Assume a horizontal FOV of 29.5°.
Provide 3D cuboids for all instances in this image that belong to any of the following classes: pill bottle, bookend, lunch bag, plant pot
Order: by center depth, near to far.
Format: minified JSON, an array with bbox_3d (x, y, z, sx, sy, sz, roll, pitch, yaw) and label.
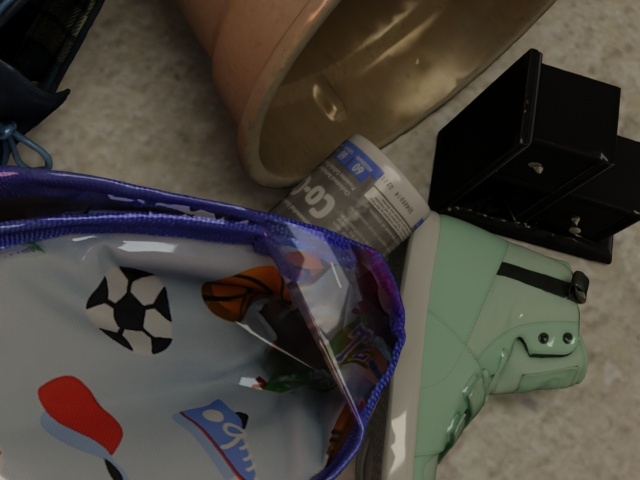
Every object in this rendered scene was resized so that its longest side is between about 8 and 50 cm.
[{"bbox_3d":[-0.175,0.115,0.616,0.385,0.328,0.239,-21,84,-21],"label":"lunch bag"},{"bbox_3d":[-0.010,-0.256,0.807,0.334,0.334,0.305,-34,76,-24],"label":"plant pot"},{"bbox_3d":[0.000,0.000,0.822,0.137,0.078,0.078,-43,90,-2],"label":"pill bottle"},{"bbox_3d":[0.180,-0.054,0.874,0.157,0.156,0.072,15,70,-14],"label":"bookend"}]

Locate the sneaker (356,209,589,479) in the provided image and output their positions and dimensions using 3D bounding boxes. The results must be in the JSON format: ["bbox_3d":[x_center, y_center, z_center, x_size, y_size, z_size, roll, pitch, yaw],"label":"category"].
[{"bbox_3d":[0.112,0.108,0.831,0.151,0.094,0.256,14,67,-7],"label":"sneaker"}]

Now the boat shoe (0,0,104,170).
[{"bbox_3d":[-0.200,-0.106,0.743,0.089,0.109,0.258,31,101,27],"label":"boat shoe"}]
